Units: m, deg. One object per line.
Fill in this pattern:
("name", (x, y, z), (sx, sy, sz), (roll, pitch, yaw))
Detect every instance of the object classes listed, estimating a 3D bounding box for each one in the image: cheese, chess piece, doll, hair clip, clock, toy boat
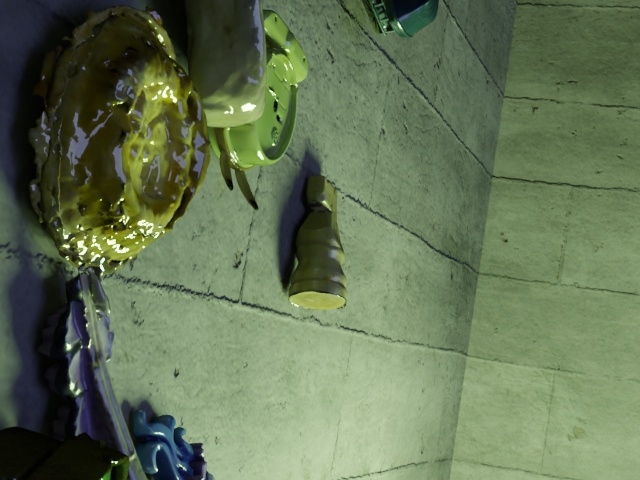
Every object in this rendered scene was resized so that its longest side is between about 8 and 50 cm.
("cheese", (-0.107, -0.254, 1.239), (0.159, 0.093, 0.263), (-103, -169, -75))
("chess piece", (0.000, 0.000, 1.718), (0.090, 0.090, 0.200), (55, 35, -63))
("doll", (-0.172, 0.269, 1.326), (0.206, 0.067, 0.110), (63, 28, -41))
("hair clip", (-0.224, 0.159, 1.123), (0.106, 0.084, 0.292), (-40, 129, -56))
("clock", (-0.085, -0.160, 1.409), (0.170, 0.069, 0.232), (45, 55, -66))
("toy boat", (0.137, -0.407, 1.874), (0.114, 0.122, 0.296), (63, 21, -21))

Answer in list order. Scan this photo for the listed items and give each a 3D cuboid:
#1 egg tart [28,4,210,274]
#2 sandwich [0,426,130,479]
("egg tart", (-0.185, -0.096, 1.110), (0.279, 0.095, 0.279), (8, 90, -73))
("sandwich", (-0.251, 0.252, 0.959), (0.292, 0.109, 0.212), (-59, 172, -76))
